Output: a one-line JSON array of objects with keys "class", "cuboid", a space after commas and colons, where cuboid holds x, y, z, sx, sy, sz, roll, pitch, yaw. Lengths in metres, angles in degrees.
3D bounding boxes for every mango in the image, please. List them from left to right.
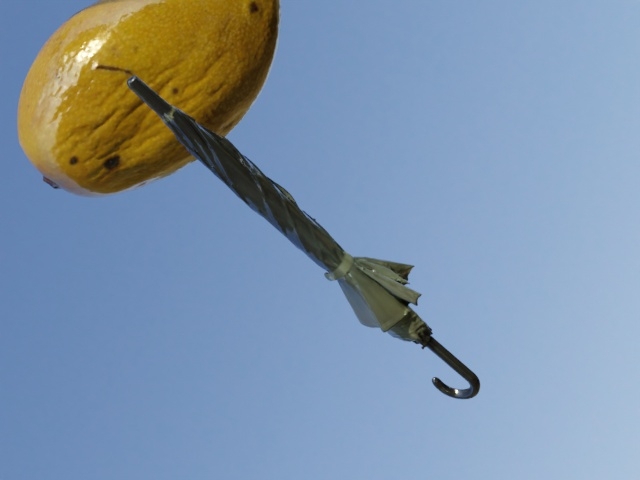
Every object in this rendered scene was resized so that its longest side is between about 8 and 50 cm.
[{"class": "mango", "cuboid": [-0.134, -0.140, 1.153, 0.262, 0.157, 0.109, -42, 11, 1]}]

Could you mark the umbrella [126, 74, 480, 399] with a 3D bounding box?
[{"class": "umbrella", "cuboid": [0.004, -0.001, 0.744, 0.269, 0.044, 0.044, 44, -133, -24]}]
